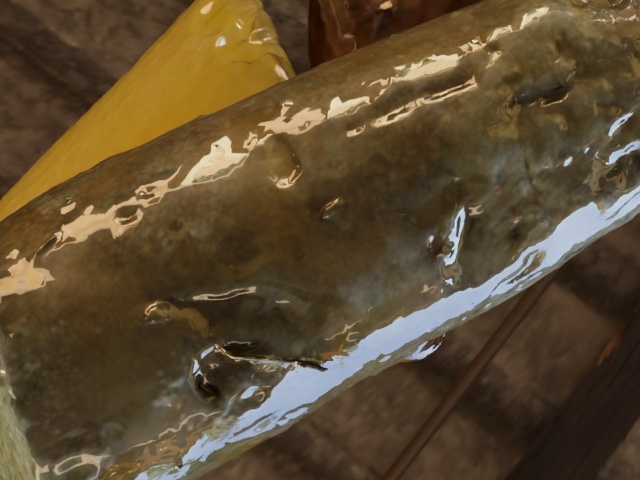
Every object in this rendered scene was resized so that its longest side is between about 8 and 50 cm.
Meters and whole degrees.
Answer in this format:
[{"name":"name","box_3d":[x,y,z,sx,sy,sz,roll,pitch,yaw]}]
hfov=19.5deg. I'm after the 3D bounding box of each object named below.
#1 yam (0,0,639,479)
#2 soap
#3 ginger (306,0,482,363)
[{"name":"yam","box_3d":[0.000,0.000,0.712,0.330,0.133,0.133,-27,-93,-2]},{"name":"soap","box_3d":[-0.156,0.019,1.309,0.427,0.306,0.115,-44,-54,14]},{"name":"ginger","box_3d":[0.090,-0.133,1.280,0.176,0.254,0.418,9,-72,21]}]
